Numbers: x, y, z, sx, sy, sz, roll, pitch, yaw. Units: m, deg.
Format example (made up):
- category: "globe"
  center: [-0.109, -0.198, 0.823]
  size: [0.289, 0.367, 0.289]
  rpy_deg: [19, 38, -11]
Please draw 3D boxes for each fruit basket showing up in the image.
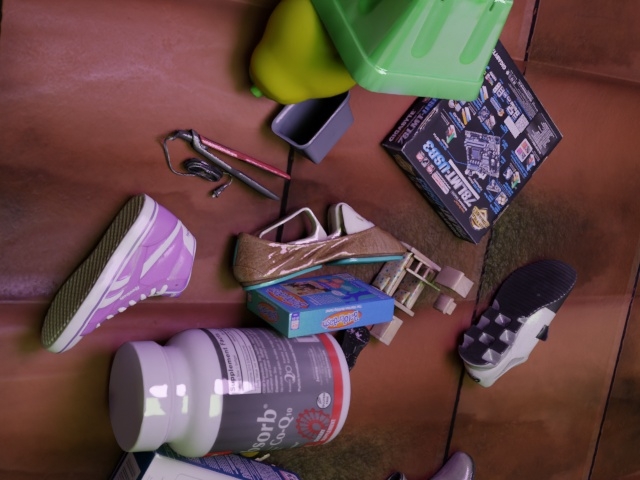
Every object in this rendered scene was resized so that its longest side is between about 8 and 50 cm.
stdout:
- category: "fruit basket"
  center: [0.064, -0.344, 1.333]
  size: [0.283, 0.392, 0.392]
  rpy_deg: [-2, 105, -35]

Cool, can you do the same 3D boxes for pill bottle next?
- category: "pill bottle"
  center: [-0.150, 0.250, 1.418]
  size: [0.363, 0.210, 0.210]
  rpy_deg: [3, 103, -32]

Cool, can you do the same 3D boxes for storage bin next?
- category: "storage bin"
  center: [-0.009, -0.202, 1.447]
  size: [0.135, 0.098, 0.091]
  rpy_deg: [-50, 151, -10]

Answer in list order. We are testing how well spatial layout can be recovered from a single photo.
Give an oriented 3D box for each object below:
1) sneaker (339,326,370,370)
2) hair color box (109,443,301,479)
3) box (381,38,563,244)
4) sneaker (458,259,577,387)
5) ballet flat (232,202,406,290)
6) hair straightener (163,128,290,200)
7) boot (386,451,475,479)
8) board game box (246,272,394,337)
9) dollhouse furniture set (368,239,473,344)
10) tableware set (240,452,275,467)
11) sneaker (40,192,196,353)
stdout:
- category: "sneaker"
  center: [0.037, 0.228, 1.601]
  size: [0.051, 0.170, 0.089]
  rpy_deg: [36, 123, -1]
- category: "hair color box"
  center: [-0.197, 0.466, 1.503]
  size: [0.347, 0.105, 0.174]
  rpy_deg: [28, 95, -31]
- category: "box"
  center: [0.300, -0.192, 1.643]
  size: [0.293, 0.073, 0.295]
  rpy_deg: [-50, 124, -8]
- category: "sneaker"
  center: [0.422, 0.177, 1.818]
  size: [0.330, 0.122, 0.146]
  rpy_deg: [-41, 139, -16]
- category: "ballet flat"
  center: [0.000, 0.000, 1.511]
  size: [0.342, 0.116, 0.124]
  rpy_deg: [-10, 90, -25]
- category: "hair straightener"
  center: [-0.160, -0.111, 1.399]
  size: [0.230, 0.047, 0.089]
  rpy_deg: [23, 91, -34]
- category: "boot"
  center: [0.215, 0.533, 1.810]
  size: [0.161, 0.083, 0.246]
  rpy_deg: [40, 81, -28]
- category: "board game box"
  center: [-0.002, 0.110, 1.497]
  size: [0.210, 0.160, 0.047]
  rpy_deg: [-5, 108, -30]
- category: "dollhouse furniture set"
  center: [0.165, 0.113, 1.598]
  size: [0.101, 0.161, 0.182]
  rpy_deg: [35, 84, -34]
- category: "tableware set"
  center: [-0.144, 0.418, 1.587]
  size: [0.104, 0.024, 0.154]
  rpy_deg: [-27, 119, -14]
- category: "sneaker"
  center: [-0.302, 0.083, 1.343]
  size: [0.282, 0.102, 0.161]
  rpy_deg: [-53, 127, -7]
